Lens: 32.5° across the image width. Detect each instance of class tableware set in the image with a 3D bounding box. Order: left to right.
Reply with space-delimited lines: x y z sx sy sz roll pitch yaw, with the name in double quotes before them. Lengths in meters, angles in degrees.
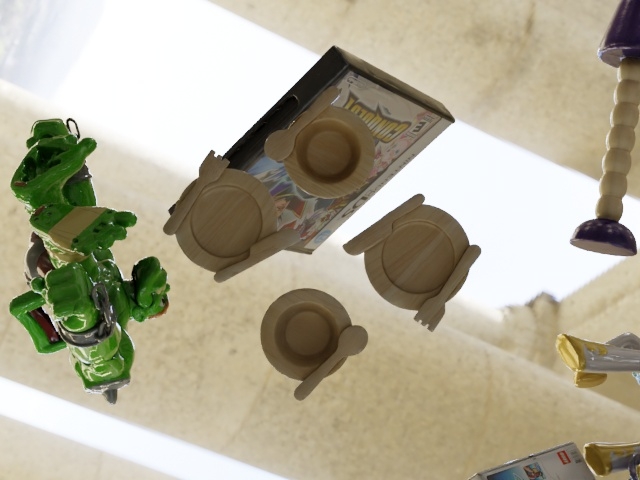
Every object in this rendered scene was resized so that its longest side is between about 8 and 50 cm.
"tableware set" 0.000 0.000 0.654 0.141 0.168 0.020 -40 178 2

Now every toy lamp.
"toy lamp" 0.319 -0.124 1.163 0.080 0.080 0.274 167 -62 -71

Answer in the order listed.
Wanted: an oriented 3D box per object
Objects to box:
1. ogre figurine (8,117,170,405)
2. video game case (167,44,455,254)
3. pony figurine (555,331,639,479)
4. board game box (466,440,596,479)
"ogre figurine" -0.151 0.014 0.685 0.197 0.097 0.118 39 -33 42
"video game case" 0.000 -0.085 1.208 0.248 0.275 0.035 -42 -114 18
"pony figurine" 0.512 0.213 1.386 0.351 0.363 0.303 62 -26 27
"board game box" 0.301 0.395 1.274 0.053 0.193 0.305 -46 -119 40
